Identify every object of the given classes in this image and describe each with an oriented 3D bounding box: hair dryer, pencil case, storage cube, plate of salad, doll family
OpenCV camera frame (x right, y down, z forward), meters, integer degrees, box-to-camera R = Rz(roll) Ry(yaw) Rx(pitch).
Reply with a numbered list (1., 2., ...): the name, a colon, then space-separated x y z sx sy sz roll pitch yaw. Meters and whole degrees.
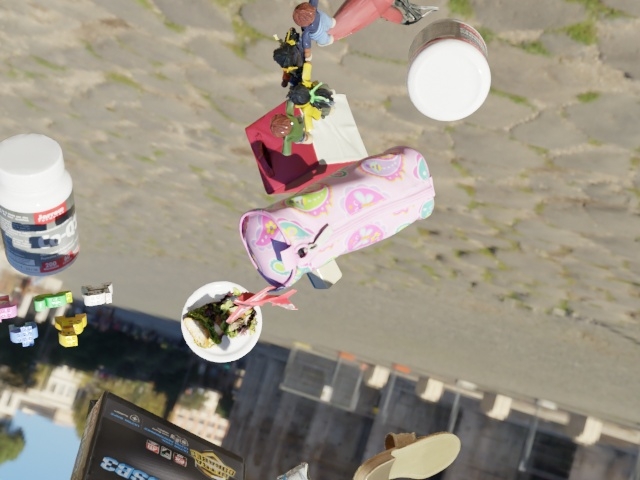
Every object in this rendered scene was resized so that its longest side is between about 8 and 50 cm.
1. hair dryer: 0.144 -0.506 1.926 0.294 0.080 0.223 -19 155 -8
2. pencil case: 0.029 -0.034 1.190 0.284 0.124 0.124 -26 -162 -33
3. storage cube: -0.032 -0.236 2.104 0.215 0.183 0.193 -11 169 -46
4. plate of salad: -0.241 0.198 2.131 0.200 0.199 0.048 20 167 -10
5. doll family: -0.020 -0.197 1.011 0.076 0.192 0.111 -4 -179 19

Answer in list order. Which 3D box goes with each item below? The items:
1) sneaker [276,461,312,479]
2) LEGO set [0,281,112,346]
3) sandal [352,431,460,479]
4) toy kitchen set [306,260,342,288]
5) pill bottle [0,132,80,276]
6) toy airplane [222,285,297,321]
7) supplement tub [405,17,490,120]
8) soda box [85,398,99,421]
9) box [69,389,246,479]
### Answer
1. sneaker: 0.001 0.508 1.658 0.190 0.083 0.071 50 173 16
2. LEGO set: -0.474 0.143 1.539 0.227 0.087 0.093 -8 -157 -21
3. sandal: 0.126 0.340 1.405 0.240 0.088 0.079 -6 -151 -43
4. toy kitchen set: 0.000 0.000 1.872 0.166 0.207 0.122 -5 118 50
5. pill bottle: -0.599 -0.073 1.827 0.161 0.161 0.283 17 136 8
6. toy airplane: -0.103 0.106 1.548 0.151 0.028 0.151 -11 155 -5
7. supplement tub: 0.301 -0.412 2.055 0.191 0.191 0.272 18 -151 -2
8. soda box: -0.447 0.410 1.839 0.053 0.060 0.169 1 -149 -33
9. box: -0.261 0.415 1.415 0.296 0.073 0.293 32 -160 -17
